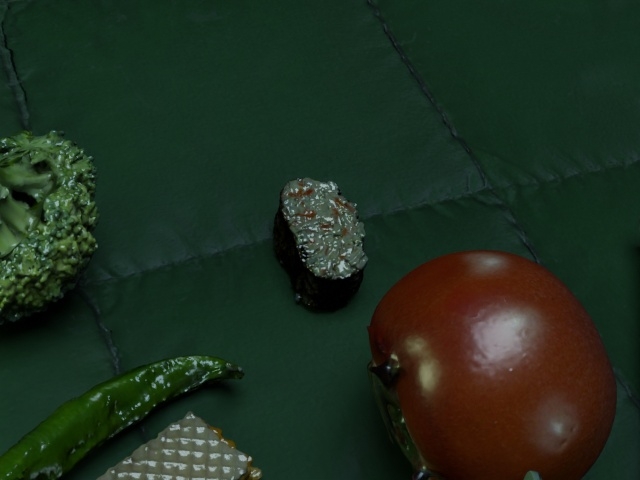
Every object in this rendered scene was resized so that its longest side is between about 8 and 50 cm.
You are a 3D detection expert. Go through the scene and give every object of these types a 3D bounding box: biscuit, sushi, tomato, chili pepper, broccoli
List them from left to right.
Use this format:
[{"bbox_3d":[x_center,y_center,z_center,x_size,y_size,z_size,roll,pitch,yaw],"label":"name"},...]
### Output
[{"bbox_3d":[-0.339,-0.008,1.308,0.226,0.176,0.198,-5,44,-34],"label":"broccoli"},{"bbox_3d":[-0.228,0.190,1.213,0.359,0.085,0.076,-33,90,-33],"label":"chili pepper"},{"bbox_3d":[-0.212,0.281,1.149,0.378,0.054,0.094,-33,62,-33],"label":"biscuit"},{"bbox_3d":[0.000,0.000,1.424,0.090,0.078,0.150,-7,49,-16],"label":"sushi"},{"bbox_3d":[0.156,0.133,1.211,0.224,0.256,0.256,-30,56,-2],"label":"tomato"}]

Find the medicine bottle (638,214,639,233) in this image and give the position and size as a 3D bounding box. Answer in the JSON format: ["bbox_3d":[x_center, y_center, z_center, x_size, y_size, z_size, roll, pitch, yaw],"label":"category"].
[{"bbox_3d":[0.395,0.132,1.362,0.108,0.108,0.426,12,48,0],"label":"medicine bottle"}]

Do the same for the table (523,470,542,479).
[{"bbox_3d":[0.161,0.309,1.096,0.166,0.198,0.167,6,48,-6],"label":"table"}]
